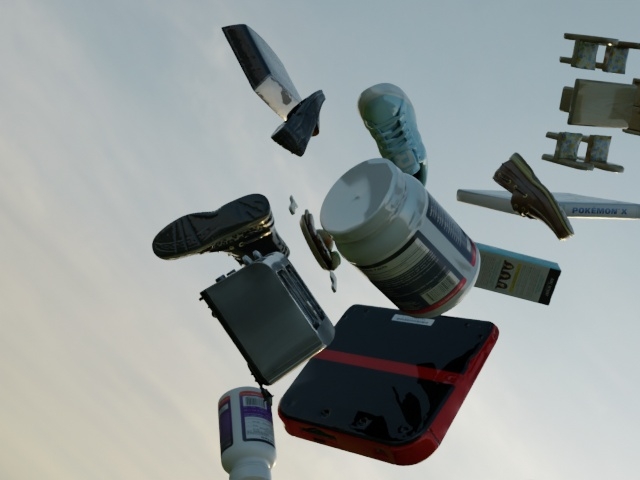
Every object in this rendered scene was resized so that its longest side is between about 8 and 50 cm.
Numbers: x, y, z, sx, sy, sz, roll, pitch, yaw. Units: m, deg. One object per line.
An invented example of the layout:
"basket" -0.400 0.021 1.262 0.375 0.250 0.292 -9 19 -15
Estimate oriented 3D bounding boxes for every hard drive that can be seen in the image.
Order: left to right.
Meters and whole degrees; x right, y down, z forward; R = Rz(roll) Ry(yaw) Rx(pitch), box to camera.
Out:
"hard drive" -0.105 -0.334 1.841 0.172 0.054 0.254 63 10 17

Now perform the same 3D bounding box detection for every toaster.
"toaster" -0.068 0.109 1.263 0.186 0.110 0.168 56 8 1

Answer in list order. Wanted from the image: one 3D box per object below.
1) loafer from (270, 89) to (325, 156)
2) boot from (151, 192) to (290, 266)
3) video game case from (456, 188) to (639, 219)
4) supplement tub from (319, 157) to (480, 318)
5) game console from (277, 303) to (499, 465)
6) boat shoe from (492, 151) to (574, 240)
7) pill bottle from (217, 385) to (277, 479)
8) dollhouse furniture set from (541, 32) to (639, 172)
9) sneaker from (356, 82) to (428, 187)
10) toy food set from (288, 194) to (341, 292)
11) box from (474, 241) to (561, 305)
"loafer" -0.028 -0.207 1.601 0.061 0.170 0.062 46 -44 -13
"boot" -0.182 0.015 1.730 0.179 0.236 0.085 62 8 -54
"video game case" 0.509 -0.085 2.051 0.329 0.299 0.036 -152 -116 -73
"supplement tub" 0.145 -0.001 1.638 0.191 0.191 0.272 7 -30 51
"game console" 0.125 0.272 1.802 0.386 0.342 0.060 5 -47 42
"boat shoe" 0.322 -0.058 1.377 0.064 0.060 0.178 40 16 -47
"pill bottle" -0.140 0.388 1.744 0.108 0.108 0.193 69 8 -45
"dollhouse furniture set" 0.517 -0.217 1.496 0.161 0.242 0.212 28 -66 54
"sneaker" 0.202 -0.243 2.255 0.366 0.135 0.150 51 13 -54
"toy food set" 0.000 0.000 1.737 0.192 0.038 0.132 62 7 -12
"box" 0.464 0.079 2.258 0.244 0.060 0.101 15 -70 -1
